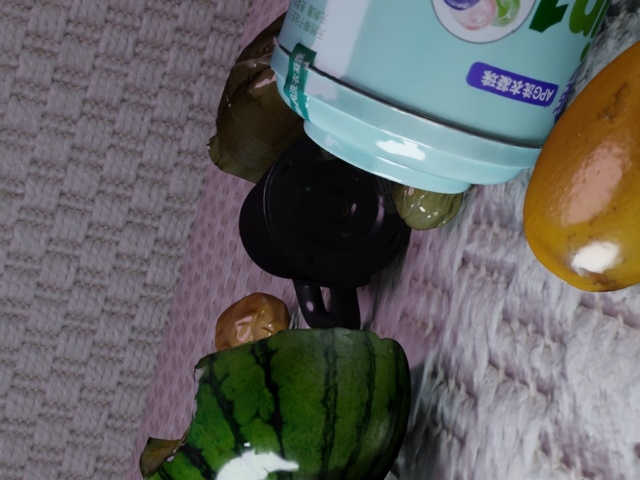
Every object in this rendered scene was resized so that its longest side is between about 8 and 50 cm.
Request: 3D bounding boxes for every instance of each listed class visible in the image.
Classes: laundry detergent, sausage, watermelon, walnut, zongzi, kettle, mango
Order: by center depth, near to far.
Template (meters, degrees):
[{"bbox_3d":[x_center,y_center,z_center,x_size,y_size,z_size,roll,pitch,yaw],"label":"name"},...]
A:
[{"bbox_3d":[0.232,-0.064,0.609,0.219,0.113,0.145,-59,19,14],"label":"mango"},{"bbox_3d":[0.116,-0.218,0.799,0.287,0.287,0.305,-111,39,-64],"label":"laundry detergent"},{"bbox_3d":[-0.039,0.245,0.951,0.330,0.331,0.189,126,139,-53],"label":"watermelon"},{"bbox_3d":[0.126,-0.056,1.004,0.092,0.092,0.092,-166,90,-74],"label":"walnut"},{"bbox_3d":[0.009,-0.011,1.251,0.203,0.262,0.308,-42,6,-14],"label":"kettle"},{"bbox_3d":[-0.131,0.175,1.605,0.136,0.120,0.241,-68,13,-15],"label":"sausage"},{"bbox_3d":[-0.040,-0.388,1.608,0.500,0.218,0.466,141,141,-64],"label":"zongzi"}]
